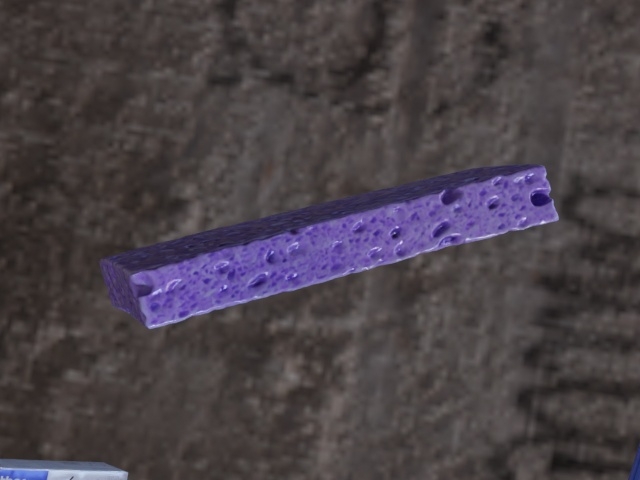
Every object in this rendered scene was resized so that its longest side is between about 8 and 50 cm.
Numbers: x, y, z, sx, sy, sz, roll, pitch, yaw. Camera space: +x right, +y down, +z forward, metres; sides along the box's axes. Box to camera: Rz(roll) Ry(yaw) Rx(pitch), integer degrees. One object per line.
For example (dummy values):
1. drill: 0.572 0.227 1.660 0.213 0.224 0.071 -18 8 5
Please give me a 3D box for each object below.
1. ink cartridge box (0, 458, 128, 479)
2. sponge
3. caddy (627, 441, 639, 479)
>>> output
1. ink cartridge box: -0.300 0.282 1.762 0.207 0.046 0.097 12 91 -49
2. sponge: 0.000 0.000 0.834 0.117 0.210 0.031 -174 -110 -74
3. caddy: 0.195 0.075 0.380 0.179 0.241 0.341 11 96 -53
